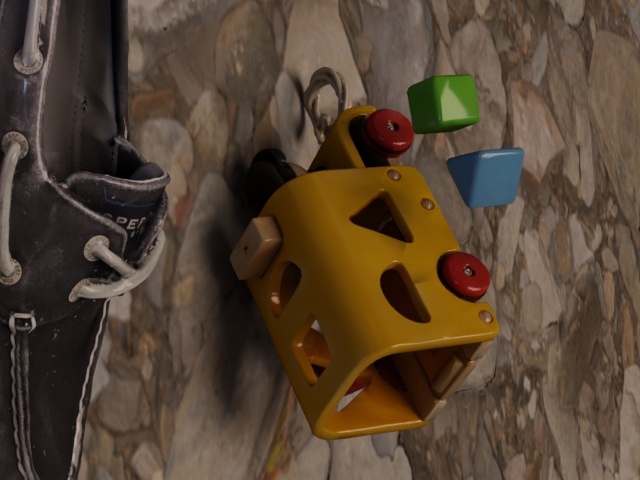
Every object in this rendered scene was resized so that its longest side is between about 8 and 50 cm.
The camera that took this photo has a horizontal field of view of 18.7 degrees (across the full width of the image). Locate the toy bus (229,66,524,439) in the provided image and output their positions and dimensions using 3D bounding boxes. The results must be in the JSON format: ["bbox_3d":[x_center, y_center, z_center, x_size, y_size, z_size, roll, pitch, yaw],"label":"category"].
[{"bbox_3d":[0.007,0.006,1.036,0.104,0.202,0.191,-5,99,-32],"label":"toy bus"}]

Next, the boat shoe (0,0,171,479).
[{"bbox_3d":[-0.112,-0.012,0.794,0.108,0.102,0.301,-24,114,-70],"label":"boat shoe"}]
